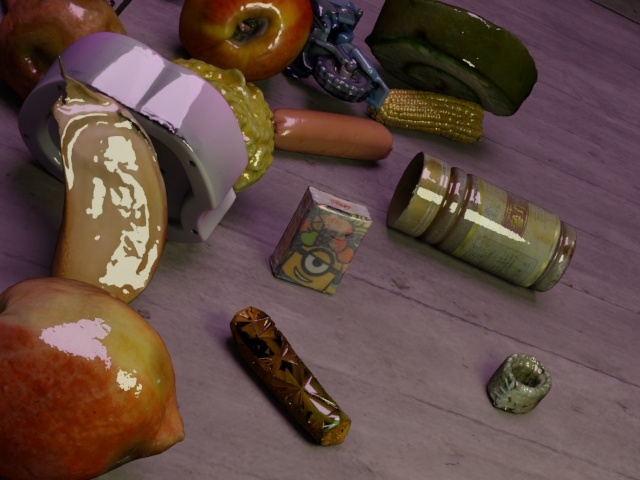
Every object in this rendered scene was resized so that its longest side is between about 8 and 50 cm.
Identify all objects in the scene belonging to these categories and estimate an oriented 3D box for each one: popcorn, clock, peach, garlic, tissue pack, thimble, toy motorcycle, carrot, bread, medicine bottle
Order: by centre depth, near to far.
[{"bbox_3d":[-0.267,0.160,1.193,0.257,0.232,0.232,33,30,-14],"label":"peach"},{"bbox_3d":[-0.280,-0.066,1.406,0.151,0.338,0.196,8,11,15],"label":"garlic"},{"bbox_3d":[-0.044,0.186,1.488,0.069,0.069,0.228,-11,51,-48],"label":"carrot"},{"bbox_3d":[-0.271,-0.139,1.569,0.339,0.338,0.102,30,58,-1],"label":"clock"},{"bbox_3d":[0.000,0.000,1.710,0.109,0.148,0.060,17,27,-21],"label":"tissue pack"},{"bbox_3d":[0.315,0.229,1.725,0.084,0.062,0.110,41,33,15],"label":"thimble"},{"bbox_3d":[-0.206,-0.174,1.750,0.237,0.252,0.205,55,32,-27],"label":"popcorn"},{"bbox_3d":[-0.398,-0.295,1.751,0.235,0.214,0.214,50,35,18],"label":"peach"},{"bbox_3d":[0.297,-0.030,1.997,0.323,0.151,0.151,24,31,-10],"label":"medicine bottle"},{"bbox_3d":[-0.149,-0.434,2.133,0.281,0.238,0.281,-16,23,7],"label":"peach"},{"bbox_3d":[0.027,-0.423,2.321,0.232,0.172,0.416,7,35,-38],"label":"toy motorcycle"},{"bbox_3d":[0.293,-0.404,2.388,0.382,0.129,0.366,28,-5,-9],"label":"bread"}]

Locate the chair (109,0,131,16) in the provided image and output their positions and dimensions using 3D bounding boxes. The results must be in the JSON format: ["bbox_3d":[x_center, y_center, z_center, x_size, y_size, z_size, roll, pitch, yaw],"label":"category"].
[{"bbox_3d":[-0.431,-0.429,1.983,0.174,0.149,0.213,43,55,-29],"label":"chair"}]

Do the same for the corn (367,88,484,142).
[{"bbox_3d":[0.231,-0.274,2.357,0.292,0.101,0.101,6,39,-28],"label":"corn"}]

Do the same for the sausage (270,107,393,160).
[{"bbox_3d":[0.018,-0.202,2.078,0.289,0.086,0.086,3,41,-35],"label":"sausage"}]

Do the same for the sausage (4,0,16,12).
[{"bbox_3d":[-0.541,-0.436,1.968,0.062,0.062,0.154,6,39,-34],"label":"sausage"}]
